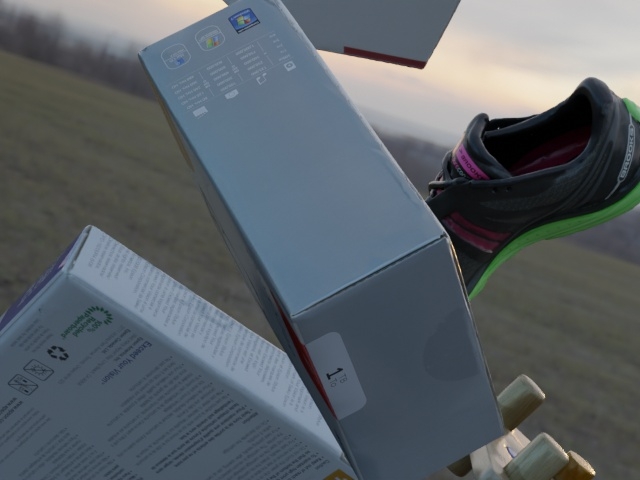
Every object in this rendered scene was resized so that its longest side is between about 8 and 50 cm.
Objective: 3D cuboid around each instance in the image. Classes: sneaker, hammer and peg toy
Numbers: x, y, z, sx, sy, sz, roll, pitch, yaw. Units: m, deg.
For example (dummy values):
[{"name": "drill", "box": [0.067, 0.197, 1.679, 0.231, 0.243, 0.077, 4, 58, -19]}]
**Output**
[{"name": "sneaker", "box": [0.187, -0.053, 1.947, 0.202, 0.483, 0.185, 53, 6, -40]}, {"name": "hammer and peg toy", "box": [0.232, 0.274, 1.445, 0.266, 0.127, 0.361, 44, 10, -7]}]

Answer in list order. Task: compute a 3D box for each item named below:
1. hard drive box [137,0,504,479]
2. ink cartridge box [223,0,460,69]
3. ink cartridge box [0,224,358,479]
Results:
[{"name": "hard drive box", "box": [0.000, 0.000, 0.869, 0.232, 0.089, 0.181, 57, -8, 43]}, {"name": "ink cartridge box", "box": [-0.027, -0.276, 1.362, 0.197, 0.114, 0.273, 5, 33, -43]}, {"name": "ink cartridge box", "box": [-0.138, 0.170, 1.270, 0.330, 0.324, 0.071, 35, 44, -16]}]
